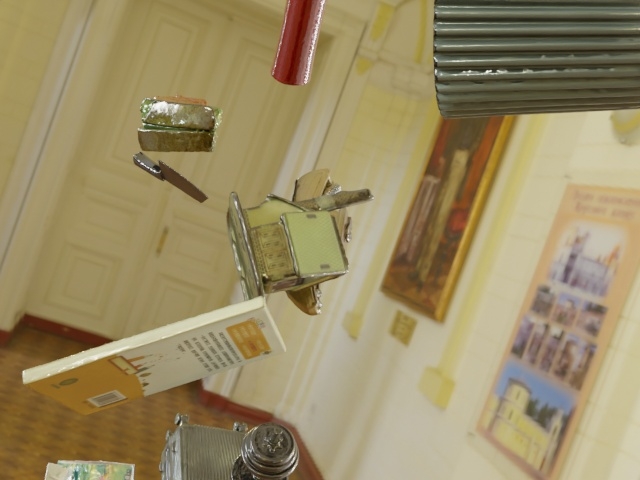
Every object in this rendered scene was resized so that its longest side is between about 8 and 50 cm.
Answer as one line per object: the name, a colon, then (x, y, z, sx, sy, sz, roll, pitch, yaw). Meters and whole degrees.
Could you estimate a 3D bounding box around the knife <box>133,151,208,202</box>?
knife: (-0.297, -0.129, 1.623, 0.230, 0.028, 0.060, 32, -29, 32)

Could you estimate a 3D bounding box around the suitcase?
suitcase: (-0.240, 0.536, 1.775, 0.202, 0.128, 0.312, 14, 37, -24)

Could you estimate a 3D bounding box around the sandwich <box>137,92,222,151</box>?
sandwich: (-0.265, -0.233, 1.651, 0.184, 0.109, 0.160, 10, 16, 19)

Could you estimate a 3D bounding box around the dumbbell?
dumbbell: (-0.092, 0.368, 1.343, 0.099, 0.208, 0.099, 11, 43, -10)

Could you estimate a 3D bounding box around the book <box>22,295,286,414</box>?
book: (-0.197, 0.154, 1.044, 0.295, 0.020, 0.208, -17, -23, -3)

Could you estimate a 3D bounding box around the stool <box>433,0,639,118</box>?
stool: (0.355, -0.325, 1.229, 0.330, 0.297, 0.297, 5, -2, 16)

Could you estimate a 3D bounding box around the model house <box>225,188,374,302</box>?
model house: (-0.015, 0.008, 1.477, 0.278, 0.218, 0.205, -12, -12, -11)

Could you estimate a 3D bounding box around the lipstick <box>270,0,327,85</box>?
lipstick: (-0.032, -0.397, 1.463, 0.080, 0.241, 0.080, 11, 33, -7)

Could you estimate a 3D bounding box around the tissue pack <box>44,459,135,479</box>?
tissue pack: (-0.239, 0.277, 0.816, 0.079, 0.111, 0.085, 14, -19, -38)

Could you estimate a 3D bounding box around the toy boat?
toy boat: (0.000, 0.000, 1.624, 0.121, 0.321, 0.089, 0, -33, 10)
